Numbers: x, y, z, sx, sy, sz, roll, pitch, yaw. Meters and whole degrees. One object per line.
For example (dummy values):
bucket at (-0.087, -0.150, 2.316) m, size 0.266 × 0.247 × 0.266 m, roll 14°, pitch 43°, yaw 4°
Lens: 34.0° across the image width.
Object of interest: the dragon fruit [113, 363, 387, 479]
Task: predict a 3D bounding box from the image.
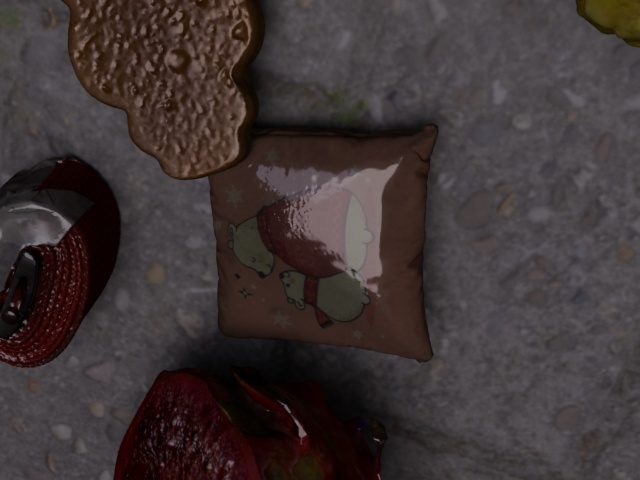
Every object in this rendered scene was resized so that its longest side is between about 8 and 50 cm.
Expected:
dragon fruit at (-0.054, 0.312, 1.022) m, size 0.249 × 0.386 × 0.371 m, roll 3°, pitch 152°, yaw -31°

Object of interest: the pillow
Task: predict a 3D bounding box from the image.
pillow at (0.000, 0.000, 0.975) m, size 0.223 × 0.084 × 0.236 m, roll 6°, pitch 114°, yaw 16°

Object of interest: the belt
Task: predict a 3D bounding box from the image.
belt at (-0.276, 0.027, 1.020) m, size 0.128 × 0.124 × 0.201 m, roll 21°, pitch 119°, yaw -3°

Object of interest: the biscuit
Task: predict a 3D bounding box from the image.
biscuit at (-0.143, -0.197, 0.907) m, size 0.186 × 0.044 × 0.295 m, roll -12°, pitch 102°, yaw 20°

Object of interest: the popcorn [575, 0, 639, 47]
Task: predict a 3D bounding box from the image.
popcorn at (0.262, -0.244, 0.743) m, size 0.226 × 0.203 × 0.200 m, roll -21°, pitch 107°, yaw 25°
